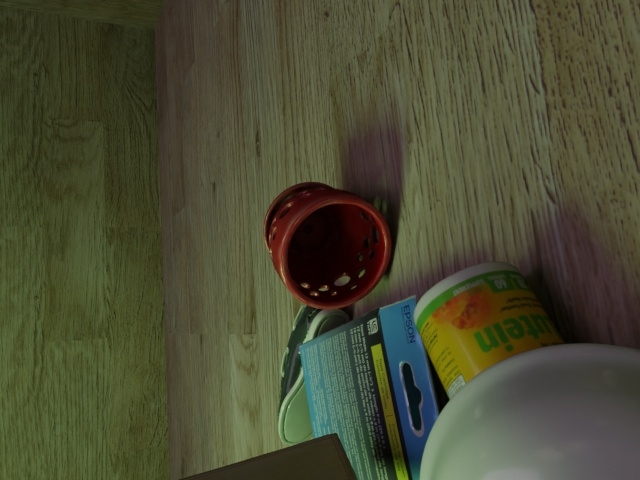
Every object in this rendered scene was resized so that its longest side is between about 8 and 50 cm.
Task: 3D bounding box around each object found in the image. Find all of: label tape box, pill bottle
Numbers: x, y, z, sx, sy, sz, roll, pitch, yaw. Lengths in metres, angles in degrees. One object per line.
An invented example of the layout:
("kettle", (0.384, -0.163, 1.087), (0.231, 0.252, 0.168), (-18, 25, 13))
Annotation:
("label tape box", (0.101, 0.240, 0.825), (0.347, 0.115, 0.249), (-37, 58, 55))
("pill bottle", (0.206, 0.156, 0.583), (0.136, 0.136, 0.246), (-62, 38, 43))

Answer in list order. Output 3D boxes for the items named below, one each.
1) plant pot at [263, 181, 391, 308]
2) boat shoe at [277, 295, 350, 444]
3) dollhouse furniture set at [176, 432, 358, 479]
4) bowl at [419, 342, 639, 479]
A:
("plant pot", (0.000, 0.000, 0.940), (0.174, 0.191, 0.191), (-143, 57, -65))
("boat shoe", (-0.022, 0.251, 1.078), (0.091, 0.114, 0.303), (40, 114, 55))
("dollhouse furniture set", (-0.043, 0.483, 0.672), (0.362, 0.256, 0.395), (-177, 73, -83))
("bowl", (0.209, 0.237, 0.407), (0.297, 0.134, 0.298), (3, 98, 21))
